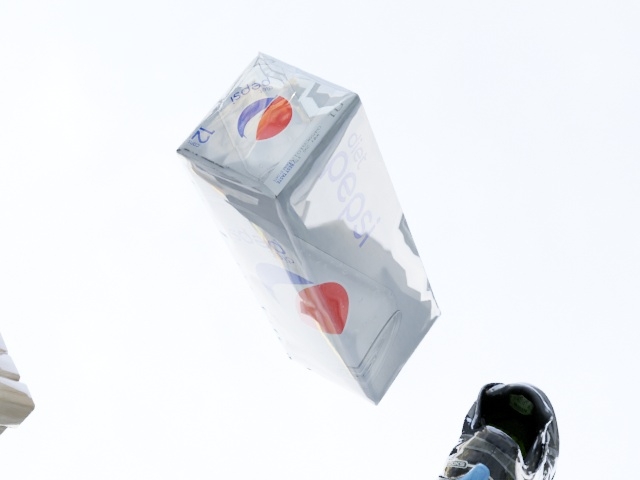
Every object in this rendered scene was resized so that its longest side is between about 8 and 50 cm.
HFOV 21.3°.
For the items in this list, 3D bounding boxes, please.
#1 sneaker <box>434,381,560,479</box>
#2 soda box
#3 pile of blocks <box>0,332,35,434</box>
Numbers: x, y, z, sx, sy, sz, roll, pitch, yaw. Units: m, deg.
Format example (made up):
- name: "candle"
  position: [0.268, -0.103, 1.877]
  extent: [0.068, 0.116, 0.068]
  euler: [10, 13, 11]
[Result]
- name: "sneaker"
  position: [0.123, 0.124, 1.068]
  extent: [0.067, 0.188, 0.078]
  euler: [31, -73, 11]
- name: "soda box"
  position: [0.000, 0.000, 1.214]
  extent: [0.091, 0.098, 0.286]
  euler: [26, -23, 30]
- name: "pile of blocks"
  position: [-0.298, 0.086, 0.879]
  extent: [0.112, 0.362, 0.149]
  euler: [-45, -102, 17]
